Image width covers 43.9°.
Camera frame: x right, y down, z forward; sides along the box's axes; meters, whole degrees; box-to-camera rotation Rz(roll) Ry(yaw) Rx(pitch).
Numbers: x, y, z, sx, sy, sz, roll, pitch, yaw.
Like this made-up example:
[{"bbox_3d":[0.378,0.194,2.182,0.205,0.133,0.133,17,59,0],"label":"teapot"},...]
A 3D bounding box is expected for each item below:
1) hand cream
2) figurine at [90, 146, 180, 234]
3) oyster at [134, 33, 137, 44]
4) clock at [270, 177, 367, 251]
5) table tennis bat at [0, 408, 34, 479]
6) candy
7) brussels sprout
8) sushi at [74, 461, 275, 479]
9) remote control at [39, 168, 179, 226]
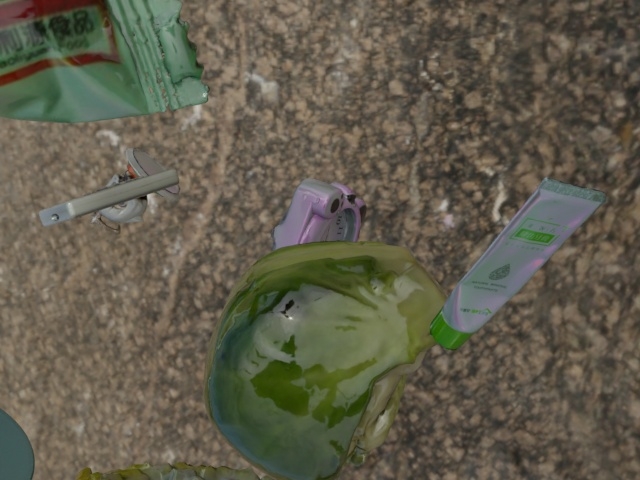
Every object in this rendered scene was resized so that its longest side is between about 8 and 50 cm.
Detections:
[{"bbox_3d":[0.216,0.031,0.922,0.050,0.079,0.275,55,136,23],"label":"hand cream"},{"bbox_3d":[-0.351,-0.077,1.464,0.153,0.132,0.132,-42,76,11],"label":"figurine"},{"bbox_3d":[-0.458,-0.419,1.647,0.106,0.199,0.061,24,106,56],"label":"oyster"},{"bbox_3d":[0.000,0.000,1.499,0.090,0.248,0.228,23,99,23],"label":"clock"},{"bbox_3d":[-0.348,0.172,0.632,0.153,0.244,0.040,48,117,38],"label":"table tennis bat"},{"bbox_3d":[-0.353,-0.233,0.918,0.172,0.397,0.263,-134,28,-64],"label":"candy"},{"bbox_3d":[0.003,0.152,1.123,0.315,0.276,0.371,43,90,4],"label":"brussels sprout"},{"bbox_3d":[-0.103,0.381,0.607,0.351,0.397,0.240,12,144,-2],"label":"sushi"},{"bbox_3d":[-0.285,-0.062,1.097,0.087,0.190,0.029,-10,100,45],"label":"remote control"}]
